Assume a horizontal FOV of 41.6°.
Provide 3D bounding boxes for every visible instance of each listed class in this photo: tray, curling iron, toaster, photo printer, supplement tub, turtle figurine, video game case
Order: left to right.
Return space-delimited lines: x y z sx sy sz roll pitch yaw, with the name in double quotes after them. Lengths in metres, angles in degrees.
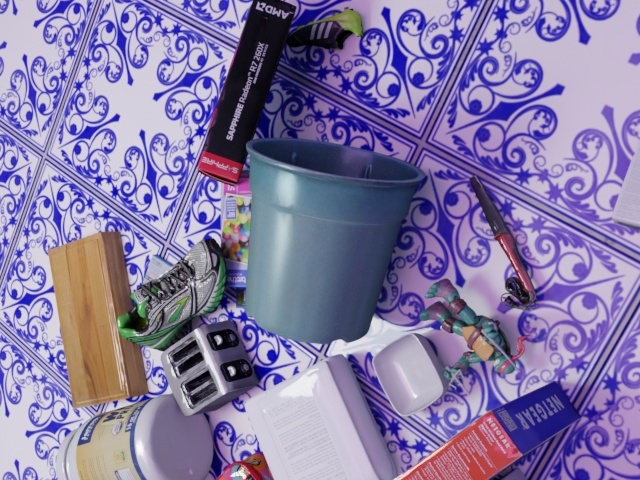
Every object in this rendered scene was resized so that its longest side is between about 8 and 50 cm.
-0.563 0.201 2.116 0.203 0.076 0.411 -16 82 31 "tray"
-0.430 0.494 1.940 0.316 0.228 0.228 -21 79 30 "supplement tub"
-0.388 0.133 2.039 0.119 0.015 0.166 29 105 28 "video game case"
-0.256 0.290 1.900 0.185 0.110 0.168 -34 72 28 "toaster"
0.004 0.422 1.736 0.256 0.107 0.307 -33 74 26 "photo printer"
0.283 0.185 1.554 0.234 0.118 0.175 49 132 31 "turtle figurine"
0.332 0.005 1.571 0.068 0.035 0.274 -25 77 30 "curling iron"

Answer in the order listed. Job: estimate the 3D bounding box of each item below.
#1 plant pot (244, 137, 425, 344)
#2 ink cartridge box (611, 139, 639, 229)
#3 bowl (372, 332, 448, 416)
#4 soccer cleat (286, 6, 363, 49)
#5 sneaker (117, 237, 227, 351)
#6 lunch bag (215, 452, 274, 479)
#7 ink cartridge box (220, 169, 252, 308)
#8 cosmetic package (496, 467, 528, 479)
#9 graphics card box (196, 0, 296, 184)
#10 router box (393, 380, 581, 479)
0.000 0.000 1.630 0.341 0.341 0.334 21 109 31 "plant pot"
0.589 -0.097 1.418 0.145 0.045 0.179 18 82 32 "ink cartridge box"
0.182 0.259 1.646 0.142 0.053 0.142 -40 69 38 "bowl"
0.007 -0.428 1.765 0.179 0.060 0.072 -14 90 30 "soccer cleat"
-0.329 0.126 1.883 0.343 0.146 0.134 -50 49 25 "sneaker"
-0.157 0.641 1.841 0.258 0.120 0.293 47 113 18 "lunch bag"
-0.133 -0.001 1.853 0.185 0.065 0.311 0 92 33 "ink cartridge box"
0.273 0.541 1.498 0.225 0.224 0.138 -45 68 24 "cosmetic package"
-0.155 -0.299 1.731 0.094 0.233 0.371 20 91 -7 "graphics card box"
0.263 0.377 1.441 0.301 0.335 0.082 -43 69 23 "router box"
